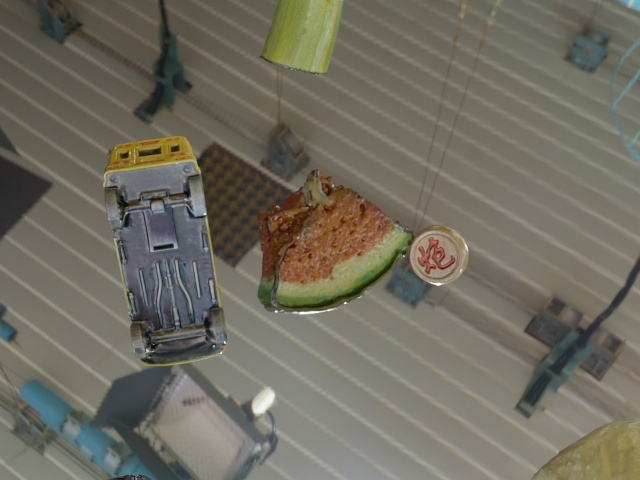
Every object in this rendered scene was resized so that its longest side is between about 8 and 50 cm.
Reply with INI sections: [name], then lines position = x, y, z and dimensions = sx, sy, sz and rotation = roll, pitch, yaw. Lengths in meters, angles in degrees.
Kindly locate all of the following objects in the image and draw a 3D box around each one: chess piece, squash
[chess piece]
position = 0.165, 0.020, 1.361
dimensions = 0.084, 0.038, 0.083
rotation = 4, -81, 22
[squash]
position = -0.009, -0.319, 1.286
dimensions = 0.095, 0.095, 0.188
rotation = 19, -75, 7

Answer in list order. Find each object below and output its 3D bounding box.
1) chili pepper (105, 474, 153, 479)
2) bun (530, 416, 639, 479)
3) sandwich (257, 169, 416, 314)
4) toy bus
[chili pepper]
position = -0.279, 0.473, 1.326
dimensions = 0.257, 0.233, 0.248
rotation = -36, -156, 5
[bun]
position = 0.460, 0.433, 1.360
dimensions = 0.349, 0.352, 0.227
rotation = 1, -162, 1
[sandwich]
position = -0.002, 0.014, 1.581
dimensions = 0.292, 0.109, 0.212
rotation = -44, -75, -26
[toy bus]
position = -0.228, 0.021, 1.448
dimensions = 0.144, 0.330, 0.152
rotation = -9, -152, -7
